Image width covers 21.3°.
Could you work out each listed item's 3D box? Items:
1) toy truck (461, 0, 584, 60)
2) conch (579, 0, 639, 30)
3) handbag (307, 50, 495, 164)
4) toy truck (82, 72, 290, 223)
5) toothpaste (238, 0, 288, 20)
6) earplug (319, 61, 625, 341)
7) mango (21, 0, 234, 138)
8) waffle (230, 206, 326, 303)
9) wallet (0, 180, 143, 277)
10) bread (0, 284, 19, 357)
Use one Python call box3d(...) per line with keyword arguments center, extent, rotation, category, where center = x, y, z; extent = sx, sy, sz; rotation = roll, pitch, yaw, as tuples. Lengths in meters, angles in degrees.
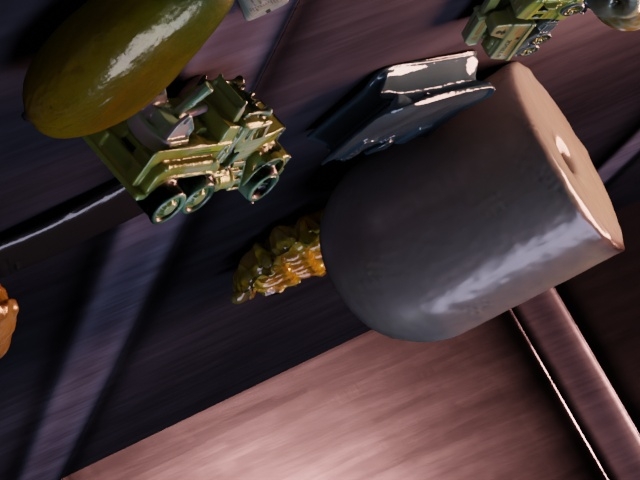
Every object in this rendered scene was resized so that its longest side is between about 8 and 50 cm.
box3d(center=(0.238, -0.279, 2.051), extent=(0.100, 0.077, 0.169), rotation=(-8, 164, -25), category="toy truck")
box3d(center=(0.379, -0.322, 2.141), extent=(0.116, 0.106, 0.173), rotation=(-13, 163, 42), category="conch")
box3d(center=(0.106, -0.169, 2.234), extent=(0.229, 0.062, 0.179), rotation=(-16, 163, -48), category="handbag")
box3d(center=(-0.120, -0.114, 1.794), extent=(0.135, 0.128, 0.259), rotation=(-49, 161, 23), category="toy truck")
box3d(center=(-0.065, -0.240, 1.600), extent=(0.048, 0.029, 0.197), rotation=(-27, 172, 4), category="toothpaste")
box3d(center=(0.198, -0.025, 2.455), extent=(0.394, 0.312, 0.312), rotation=(-32, 168, 17), category="earplug")
box3d(center=(-0.169, -0.175, 1.482), extent=(0.237, 0.091, 0.137), rotation=(-44, 168, 33), category="mango")
box3d(center=(-0.009, 0.003, 2.711), extent=(0.329, 0.062, 0.329), rotation=(-27, 168, -6), category="waffle")
box3d(center=(-0.283, -0.024, 2.024), extent=(0.244, 0.025, 0.124), rotation=(-26, 168, -13), category="wallet")
box3d(center=(-0.430, 0.093, 1.932), extent=(0.229, 0.143, 0.139), rotation=(-33, 179, 36), category="bread")
